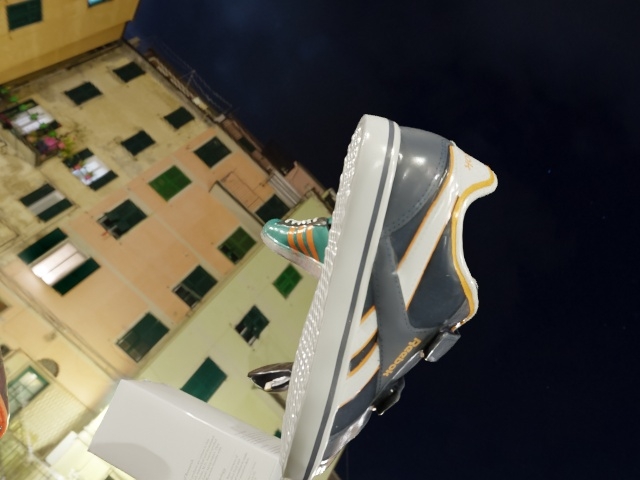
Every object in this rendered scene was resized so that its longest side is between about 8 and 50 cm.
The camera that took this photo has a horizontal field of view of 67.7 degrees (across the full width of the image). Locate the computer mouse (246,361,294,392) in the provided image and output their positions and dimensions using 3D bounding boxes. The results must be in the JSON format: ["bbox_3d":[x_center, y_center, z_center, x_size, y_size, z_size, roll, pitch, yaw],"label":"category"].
[{"bbox_3d":[-0.077,0.313,1.052,0.262,0.184,0.060,-16,-95,30],"label":"computer mouse"}]

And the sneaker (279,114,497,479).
[{"bbox_3d":[0.052,0.070,0.401,0.127,0.126,0.321,13,-74,-7],"label":"sneaker"}]

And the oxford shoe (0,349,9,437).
[{"bbox_3d":[-0.632,0.231,0.874,0.098,0.096,0.272,-163,-110,-65],"label":"oxford shoe"}]

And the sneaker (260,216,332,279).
[{"bbox_3d":[0.000,0.000,0.941,0.302,0.108,0.121,29,-80,41],"label":"sneaker"}]

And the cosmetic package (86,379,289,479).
[{"bbox_3d":[-0.240,0.419,0.955,0.365,0.155,0.197,17,-14,19],"label":"cosmetic package"}]
